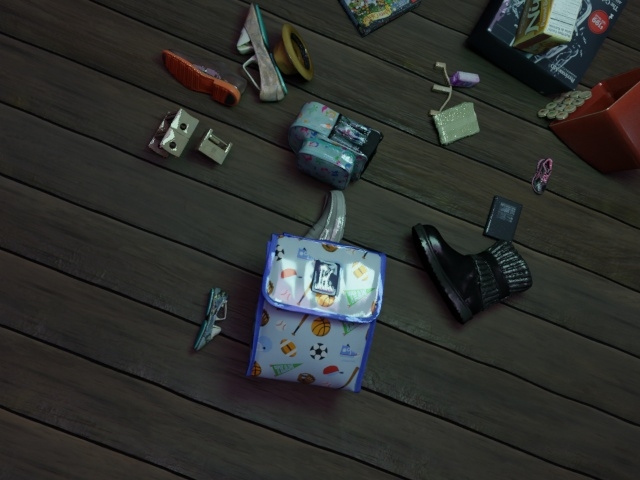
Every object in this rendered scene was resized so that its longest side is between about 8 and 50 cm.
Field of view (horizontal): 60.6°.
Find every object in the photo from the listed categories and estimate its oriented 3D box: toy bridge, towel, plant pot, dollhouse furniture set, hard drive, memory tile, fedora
[{"bbox_3d":[0.393,-0.489,1.779,0.063,0.026,0.188,10,81,-7],"label":"toy bridge"},{"bbox_3d":[0.436,-0.376,1.755,0.148,0.027,0.110,-22,96,-13],"label":"towel"},{"bbox_3d":[0.946,-0.363,1.717,0.267,0.267,0.236,-39,100,-10],"label":"plant pot"},{"bbox_3d":[-0.390,-0.283,1.637,0.183,0.129,0.129,33,79,-31],"label":"dollhouse furniture set"},{"bbox_3d":[0.579,-0.065,1.741,0.094,0.022,0.135,20,80,-3],"label":"hard drive"},{"bbox_3d":[0.791,-0.442,1.778,0.148,0.113,0.012,-38,122,-10],"label":"memory tile"},{"bbox_3d":[-0.091,-0.563,1.676,0.079,0.194,0.194,-19,84,20],"label":"fedora"}]

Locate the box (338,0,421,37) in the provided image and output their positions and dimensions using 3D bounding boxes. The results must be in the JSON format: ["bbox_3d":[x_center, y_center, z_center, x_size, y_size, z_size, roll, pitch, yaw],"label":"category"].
[{"bbox_3d":[0.193,-0.790,1.791,0.233,0.044,0.159,-32,86,-9],"label":"box"}]

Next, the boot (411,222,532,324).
[{"bbox_3d":[0.452,0.052,1.653,0.260,0.131,0.348,-31,97,-3],"label":"boot"}]

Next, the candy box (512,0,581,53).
[{"bbox_3d":[0.650,-0.698,1.513,0.087,0.183,0.317,13,96,-8],"label":"candy box"}]

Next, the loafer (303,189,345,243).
[{"bbox_3d":[0.000,0.000,1.625,0.111,0.112,0.320,14,81,-13],"label":"loafer"}]

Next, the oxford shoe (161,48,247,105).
[{"bbox_3d":[-0.355,-0.515,1.682,0.271,0.097,0.098,30,60,-6],"label":"oxford shoe"}]

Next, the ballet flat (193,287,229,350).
[{"bbox_3d":[-0.310,0.233,1.586,0.070,0.070,0.189,17,84,-3],"label":"ballet flat"}]

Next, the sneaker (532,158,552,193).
[{"bbox_3d":[0.717,-0.210,1.759,0.047,0.057,0.119,14,82,-6],"label":"sneaker"}]

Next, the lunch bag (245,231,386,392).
[{"bbox_3d":[-0.015,0.187,1.485,0.327,0.239,0.386,11,103,-7],"label":"lunch bag"}]

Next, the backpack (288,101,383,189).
[{"bbox_3d":[0.025,-0.281,1.613,0.253,0.225,0.191,32,75,3],"label":"backpack"}]

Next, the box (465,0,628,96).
[{"bbox_3d":[0.696,-0.679,1.706,0.343,0.179,0.313,29,95,-10],"label":"box"}]

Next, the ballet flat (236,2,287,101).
[{"bbox_3d":[-0.198,-0.577,1.693,0.106,0.107,0.316,-18,83,2],"label":"ballet flat"}]

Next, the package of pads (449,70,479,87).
[{"bbox_3d":[0.464,-0.519,1.768,0.083,0.050,0.032,1,77,-24],"label":"package of pads"}]
